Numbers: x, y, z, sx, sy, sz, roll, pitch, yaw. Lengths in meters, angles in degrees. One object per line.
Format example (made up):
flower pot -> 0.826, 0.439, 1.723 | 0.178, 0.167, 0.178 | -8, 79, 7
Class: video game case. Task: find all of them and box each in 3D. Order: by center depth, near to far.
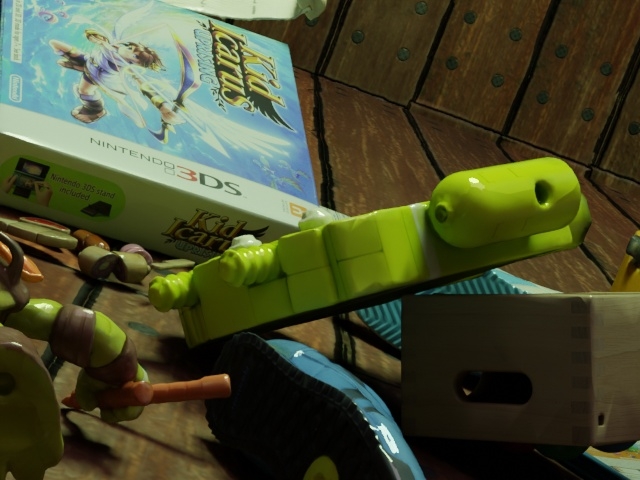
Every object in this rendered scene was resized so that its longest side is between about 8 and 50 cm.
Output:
video game case -> 0.197, 0.142, 1.147 | 0.119, 0.015, 0.166 | 11, 14, -43
video game case -> -0.129, -0.095, 1.351 | 0.244, 0.061, 0.269 | 18, 32, -21

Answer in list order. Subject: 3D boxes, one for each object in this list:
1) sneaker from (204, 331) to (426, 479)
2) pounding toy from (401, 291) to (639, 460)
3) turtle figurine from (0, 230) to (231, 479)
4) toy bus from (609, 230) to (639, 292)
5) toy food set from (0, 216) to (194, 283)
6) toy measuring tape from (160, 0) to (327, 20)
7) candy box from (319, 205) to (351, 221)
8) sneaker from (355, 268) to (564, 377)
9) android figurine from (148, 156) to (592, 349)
sneaker -> 0.018, 0.101, 0.833 | 0.082, 0.069, 0.209 | 20, 9, -27
pounding toy -> 0.136, 0.078, 1.097 | 0.181, 0.094, 0.206 | -2, -2, 39
turtle figurine -> -0.151, 0.037, 0.768 | 0.269, 0.087, 0.217 | 19, 10, -13
toy bus -> 0.294, 0.079, 1.431 | 0.130, 0.108, 0.332 | 22, 9, -5
toy food set -> -0.146, 0.008, 1.155 | 0.122, 0.019, 0.078 | 16, 7, 18
toy measuring tape -> -0.159, -0.238, 1.471 | 0.330, 0.121, 0.121 | 2, 9, 3
candy box -> 0.000, 0.000, 1.478 | 0.105, 0.027, 0.206 | 22, 10, -6
sneaker -> 0.121, 0.062, 1.266 | 0.229, 0.087, 0.092 | 21, -11, 12
android figurine -> 0.027, 0.010, 1.057 | 0.273, 0.056, 0.248 | -9, -7, -42
